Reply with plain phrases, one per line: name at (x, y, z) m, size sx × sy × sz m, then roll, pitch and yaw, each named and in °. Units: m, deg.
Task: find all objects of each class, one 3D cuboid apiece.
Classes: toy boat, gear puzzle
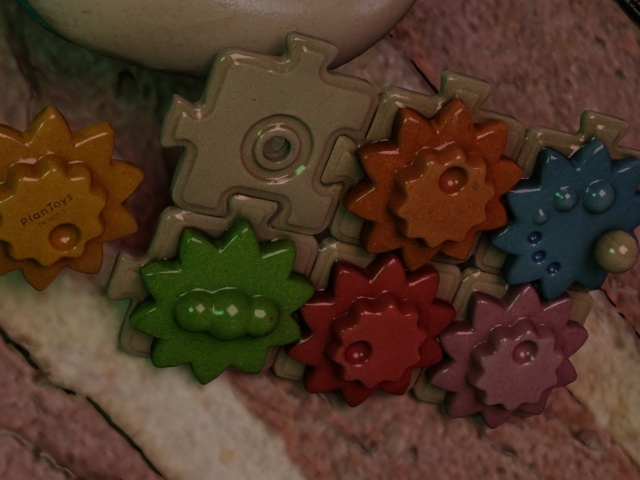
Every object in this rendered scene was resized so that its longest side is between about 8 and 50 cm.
toy boat at (-0.061, -0.228, 0.705) m, size 0.267 × 0.148 × 0.318 m, roll -2°, pitch 82°, yaw -43°
gear puzzle at (0.000, 0.000, 0.672) m, size 0.339 × 0.044 × 0.175 m, roll 11°, pitch 115°, yaw -24°

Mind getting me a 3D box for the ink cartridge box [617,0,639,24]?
ink cartridge box at (0.176, -0.200, 0.838) m, size 0.207 × 0.097 × 0.046 m, roll 45°, pitch 62°, yaw -11°
